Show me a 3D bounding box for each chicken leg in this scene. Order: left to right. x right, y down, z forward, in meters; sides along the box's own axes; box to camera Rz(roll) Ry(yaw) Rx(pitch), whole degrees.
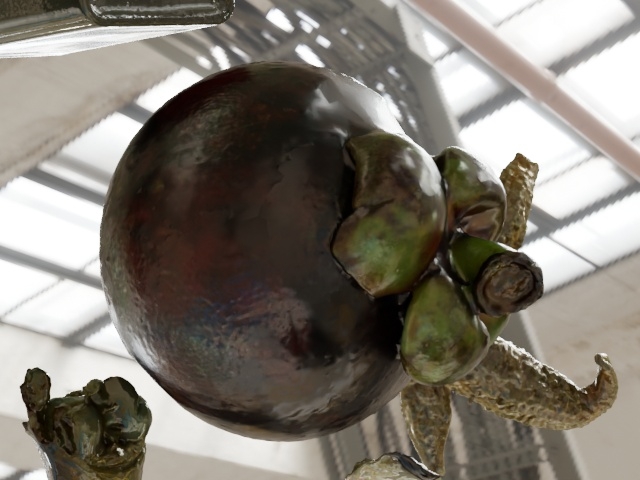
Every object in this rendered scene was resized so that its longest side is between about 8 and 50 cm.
[{"bbox_3d":[-0.142,0.298,0.986,0.201,0.153,0.429,-16,-90,21],"label":"chicken leg"}]

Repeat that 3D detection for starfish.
[{"bbox_3d":[0.161,0.055,1.461,0.324,0.082,0.432,-24,-94,-6],"label":"starfish"}]

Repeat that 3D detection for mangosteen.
[{"bbox_3d":[-0.015,0.009,0.919,0.311,0.311,0.311,-14,-114,33],"label":"mangosteen"}]

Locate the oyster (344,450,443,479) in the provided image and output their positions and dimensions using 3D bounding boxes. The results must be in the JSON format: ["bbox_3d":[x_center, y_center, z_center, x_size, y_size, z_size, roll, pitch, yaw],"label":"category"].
[{"bbox_3d":[0.062,0.176,0.754,0.146,0.121,0.045,-8,-139,-5],"label":"oyster"}]

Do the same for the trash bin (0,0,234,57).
[{"bbox_3d":[-0.209,-0.219,1.010,0.240,0.164,0.122,3,-79,45],"label":"trash bin"}]
